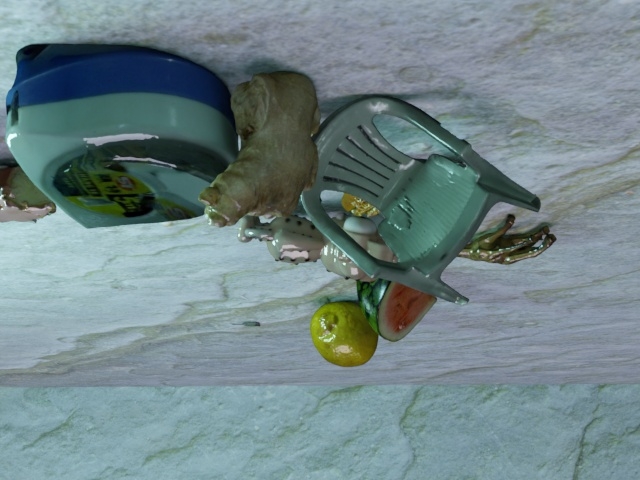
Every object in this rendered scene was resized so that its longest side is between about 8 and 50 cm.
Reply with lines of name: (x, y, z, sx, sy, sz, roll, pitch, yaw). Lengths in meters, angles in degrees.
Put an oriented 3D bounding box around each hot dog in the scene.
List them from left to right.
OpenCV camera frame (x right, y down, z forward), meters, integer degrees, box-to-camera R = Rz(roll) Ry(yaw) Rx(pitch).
hot dog: (0.083, -0.078, 1.164, 0.071, 0.045, 0.165, 6, 160, -18)

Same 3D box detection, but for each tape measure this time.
tape measure: (-0.230, -0.116, 0.932, 0.262, 0.138, 0.259, -1, 162, 5)

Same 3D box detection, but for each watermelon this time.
watermelon: (0.150, 0.130, 1.737, 0.128, 0.159, 0.303, 35, 179, 31)

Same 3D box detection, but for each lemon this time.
lemon: (0.061, 0.238, 1.919, 0.170, 0.170, 0.207, -6, 154, 19)

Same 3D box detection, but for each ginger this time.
ginger: (-0.057, -0.094, 0.872, 0.137, 0.213, 0.074, 29, 150, -29)

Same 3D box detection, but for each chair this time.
chair: (0.125, -0.053, 1.004, 0.203, 0.190, 0.275, -53, 145, 11)

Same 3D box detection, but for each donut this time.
donut: (-0.503, -0.094, 1.083, 0.199, 0.085, 0.233, -2, 161, 8)

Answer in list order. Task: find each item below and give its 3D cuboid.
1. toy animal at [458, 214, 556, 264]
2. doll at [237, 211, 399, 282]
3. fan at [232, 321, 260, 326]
toy animal: (0.298, 0.011, 1.413, 0.275, 0.054, 0.149, -11, 155, 33)
doll: (-0.001, 0.000, 1.277, 0.278, 0.119, 0.154, 9, -171, -4)
fan: (-0.216, 0.243, 2.186, 0.083, 0.004, 0.056, 0, 161, 6)
